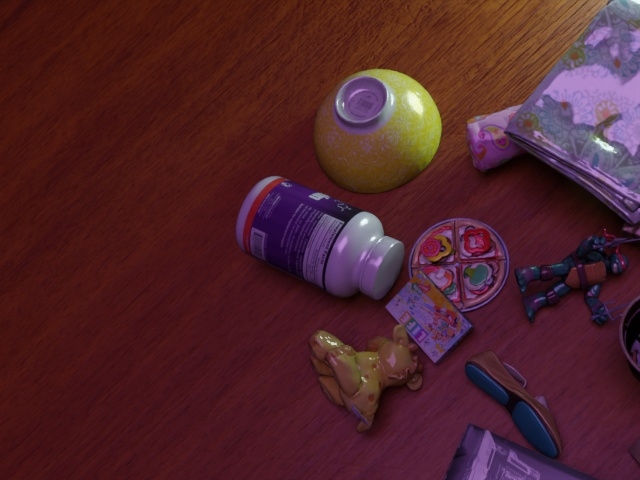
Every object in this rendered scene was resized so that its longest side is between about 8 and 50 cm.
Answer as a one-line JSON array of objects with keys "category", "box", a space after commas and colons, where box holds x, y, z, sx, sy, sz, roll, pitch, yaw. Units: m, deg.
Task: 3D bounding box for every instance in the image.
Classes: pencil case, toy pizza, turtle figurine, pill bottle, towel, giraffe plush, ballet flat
[{"category": "pencil case", "box": [0.437, -0.230, 1.583, 0.284, 0.124, 0.124, -18, 64, 9]}, {"category": "toy pizza", "box": [0.274, 0.044, 1.565, 0.201, 0.032, 0.201, -6, 66, 15]}, {"category": "turtle figurine", "box": [0.486, 0.069, 1.445, 0.234, 0.118, 0.175, -18, 105, 12]}, {"category": "pill bottle", "box": [0.000, 0.000, 1.587, 0.323, 0.181, 0.181, 24, 77, 24]}, {"category": "towel", "box": [0.570, -0.250, 1.429, 0.320, 0.090, 0.374, 40, 88, 23]}, {"category": "giraffe plush", "box": [0.099, 0.239, 1.481, 0.171, 0.181, 0.210, -28, 49, -19]}, {"category": "ballet flat", "box": [0.363, 0.285, 1.416, 0.073, 0.080, 0.232, -28, 61, -29]}]

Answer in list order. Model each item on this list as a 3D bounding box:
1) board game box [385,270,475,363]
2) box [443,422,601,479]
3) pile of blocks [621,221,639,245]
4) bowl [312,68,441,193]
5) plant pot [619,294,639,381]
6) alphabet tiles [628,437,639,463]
[{"category": "board game box", "box": [0.212, 0.148, 1.527, 0.103, 0.026, 0.154, -49, 61, 14]}, {"category": "box", "box": [0.349, 0.484, 1.322, 0.308, 0.076, 0.242, 20, 76, 28]}, {"category": "pile of blocks", "box": [0.647, -0.139, 1.480, 0.149, 0.112, 0.362, 1, 75, 18]}, {"category": "bowl", "box": [0.105, -0.261, 1.678, 0.290, 0.156, 0.289, -6, 67, 15]}, {"category": "plant pot", "box": [0.593, 0.181, 1.330, 0.167, 0.165, 0.166, -7, 66, 16]}, {"category": "alphabet tiles", "box": [0.660, 0.363, 1.230, 0.342, 0.011, 0.285, -49, 41, 14]}]
